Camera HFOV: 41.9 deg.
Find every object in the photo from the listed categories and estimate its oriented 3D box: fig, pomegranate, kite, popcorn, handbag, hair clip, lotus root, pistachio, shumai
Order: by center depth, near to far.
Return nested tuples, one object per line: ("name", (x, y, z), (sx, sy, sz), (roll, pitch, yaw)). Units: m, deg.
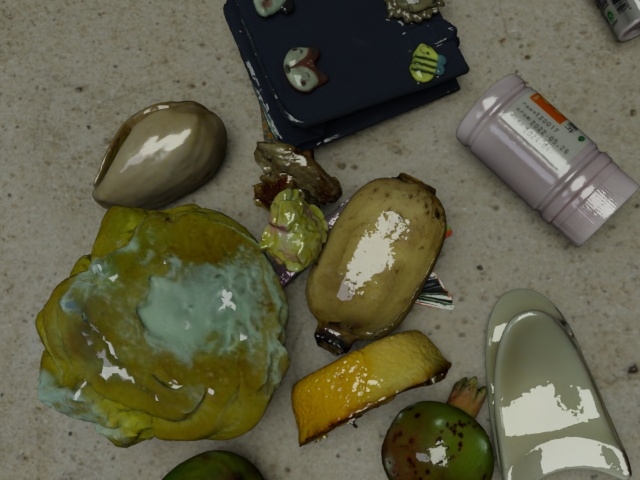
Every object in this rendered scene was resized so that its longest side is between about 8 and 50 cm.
("popcorn", (-0.037, -0.014, 1.191), (0.089, 0.097, 0.109), (-32, 79, 32))
("pomegranate", (0.175, 0.286, 1.192), (0.159, 0.159, 0.205), (29, 61, 12))
("hair clip", (0.315, 0.209, 1.200), (0.172, 0.113, 0.282), (-14, 85, 7))
("fig", (-0.165, 0.403, 1.211), (0.191, 0.181, 0.181), (-15, 79, 29))
("lotus root", (0.077, 0.038, 1.224), (0.160, 0.146, 0.284), (28, 89, 20))
("shumai", (-0.034, -0.086, 1.239), (0.139, 0.123, 0.105), (8, 92, -11))
("handbag", (0.039, -0.330, 1.285), (0.329, 0.122, 0.303), (-21, 79, -8))
("kite", (0.118, 0.016, 1.300), (0.183, 0.014, 0.241), (-27, 77, 3))
("pistachio", (-0.257, -0.131, 1.318), (0.237, 0.138, 0.153), (-26, 113, 5))

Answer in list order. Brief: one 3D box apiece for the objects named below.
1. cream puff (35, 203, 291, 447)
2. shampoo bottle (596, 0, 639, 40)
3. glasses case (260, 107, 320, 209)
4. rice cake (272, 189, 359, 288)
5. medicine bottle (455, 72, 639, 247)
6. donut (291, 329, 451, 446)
("cream puff", (-0.238, 0.126, 1.226), (0.378, 0.275, 0.378), (8, 69, -22))
("shampoo bottle", (0.428, -0.458, 1.284), (0.092, 0.092, 0.303), (-25, 78, 4))
("glasses case", (-0.050, -0.135, 1.329), (0.075, 0.049, 0.218), (-8, 81, 8))
("rice cake", (0.000, 0.000, 1.306), (0.206, 0.036, 0.047), (-39, 64, 3))
("medicine bottle", (0.329, -0.118, 1.227), (0.133, 0.133, 0.250), (-44, 77, 0))
("donut", (0.062, 0.210, 1.208), (0.259, 0.152, 0.101), (-25, 78, 4))
